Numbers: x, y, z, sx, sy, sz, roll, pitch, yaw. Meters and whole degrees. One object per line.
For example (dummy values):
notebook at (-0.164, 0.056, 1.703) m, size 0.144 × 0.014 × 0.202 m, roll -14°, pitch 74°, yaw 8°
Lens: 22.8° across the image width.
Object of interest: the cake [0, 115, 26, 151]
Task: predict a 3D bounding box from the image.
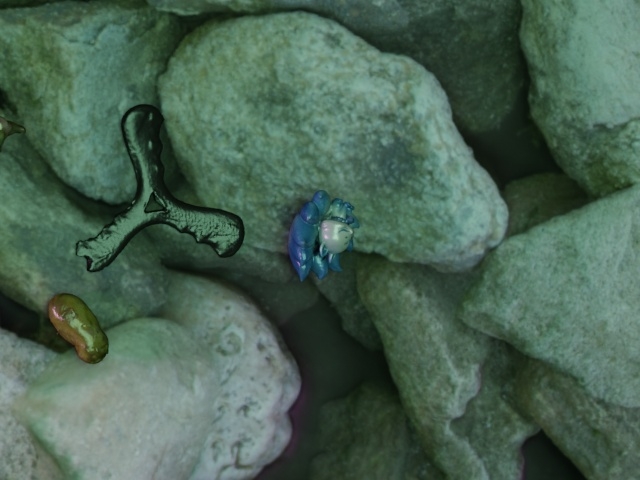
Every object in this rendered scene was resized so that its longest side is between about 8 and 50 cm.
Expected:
cake at (-0.471, -0.114, 1.637) m, size 0.286 × 0.222 × 0.227 m, roll -42°, pitch 105°, yaw -14°

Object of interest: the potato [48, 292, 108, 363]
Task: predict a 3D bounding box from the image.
potato at (-0.273, 0.100, 1.806) m, size 0.045 × 0.046 × 0.092 m, roll -39°, pitch 93°, yaw 0°

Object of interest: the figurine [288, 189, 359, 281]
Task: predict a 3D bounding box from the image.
figurine at (0.000, 0.000, 1.879) m, size 0.114 × 0.079 × 0.114 m, roll -39°, pitch 137°, yaw -49°

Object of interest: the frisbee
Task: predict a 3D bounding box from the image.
frisbee at (-0.201, -0.028, 1.844) m, size 0.187 × 0.012 × 0.211 m, roll -44°, pitch 105°, yaw -13°
